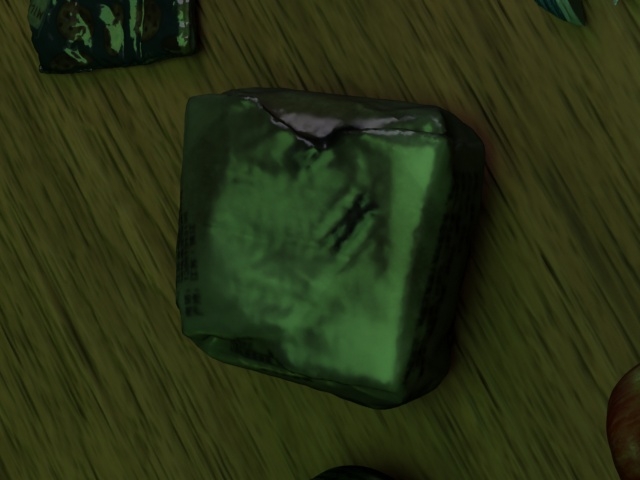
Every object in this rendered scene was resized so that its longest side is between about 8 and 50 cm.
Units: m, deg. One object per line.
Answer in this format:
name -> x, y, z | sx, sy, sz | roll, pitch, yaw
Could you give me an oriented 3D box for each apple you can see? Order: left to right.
apple -> 0.291, 0.157, 1.446 | 0.131, 0.146, 0.146 | -15, 87, 20

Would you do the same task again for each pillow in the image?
pillow -> -0.197, -0.284, 1.738 | 0.189, 0.034, 0.256 | -2, 95, 31

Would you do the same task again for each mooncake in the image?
mooncake -> 0.002, 0.001, 1.591 | 0.250, 0.136, 0.254 | 12, 95, 26

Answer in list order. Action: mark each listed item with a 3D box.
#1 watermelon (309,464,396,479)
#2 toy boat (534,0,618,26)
watermelon -> 0.039, 0.281, 1.598 | 0.140, 0.140, 0.187 | -32, 86, 27
toy boat -> 0.222, -0.240, 1.506 | 0.149, 0.034, 0.105 | -36, 79, 27
